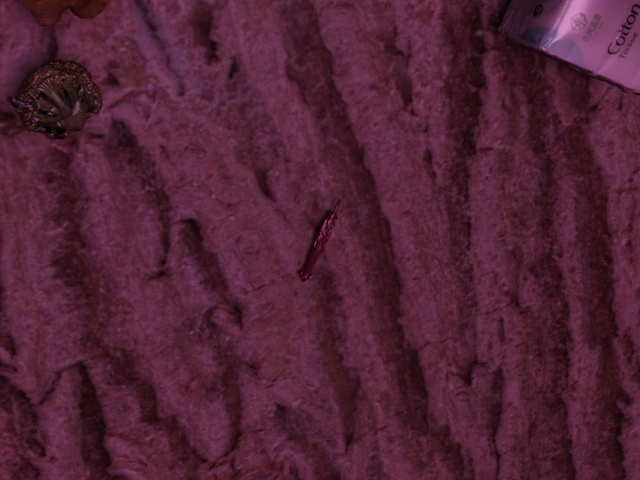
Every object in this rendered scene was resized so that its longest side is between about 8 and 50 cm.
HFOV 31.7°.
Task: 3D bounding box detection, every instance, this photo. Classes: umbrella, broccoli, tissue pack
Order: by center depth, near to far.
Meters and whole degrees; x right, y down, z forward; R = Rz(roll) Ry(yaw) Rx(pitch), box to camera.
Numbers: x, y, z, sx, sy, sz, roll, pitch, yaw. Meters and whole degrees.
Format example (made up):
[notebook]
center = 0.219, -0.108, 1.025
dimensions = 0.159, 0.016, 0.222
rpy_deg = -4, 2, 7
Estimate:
[broccoli]
center = -0.394, -0.209, 1.700
dimensions = 0.130, 0.120, 0.131
rpy_deg = -37, 146, -13
[tissue pack]
center = 0.509, -0.461, 1.939
dimensions = 0.266, 0.194, 0.356
rpy_deg = 17, 104, -30
[umbrella]
center = 0.000, 0.000, 2.013
dimensions = 0.025, 0.027, 0.165
rpy_deg = 28, 104, 15

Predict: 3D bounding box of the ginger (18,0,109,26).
[ginger]
center = -0.350, -0.433, 1.621
dimensions = 0.270, 0.123, 0.218
rpy_deg = -28, 117, -10
